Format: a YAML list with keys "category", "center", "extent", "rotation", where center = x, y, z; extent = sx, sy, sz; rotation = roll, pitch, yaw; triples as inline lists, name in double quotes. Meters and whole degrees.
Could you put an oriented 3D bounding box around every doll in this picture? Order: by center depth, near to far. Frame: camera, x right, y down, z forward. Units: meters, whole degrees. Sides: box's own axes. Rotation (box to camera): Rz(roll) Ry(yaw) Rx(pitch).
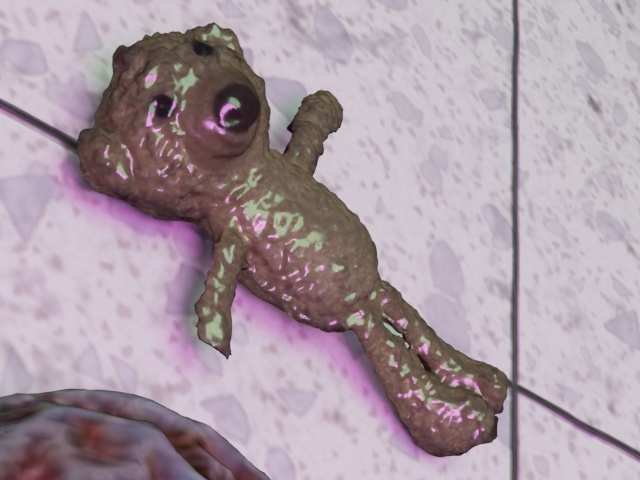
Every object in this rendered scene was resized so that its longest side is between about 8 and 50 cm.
- category: "doll"
  center: [-0.010, 0.010, 0.779]
  extent: [0.203, 0.091, 0.285]
  rotation: [-25, 93, -38]

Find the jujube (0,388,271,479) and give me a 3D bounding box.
- category: "jujube"
  center: [-0.086, 0.190, 0.447]
  extent: [0.226, 0.226, 0.317]
  rotation: [37, 18, -21]
